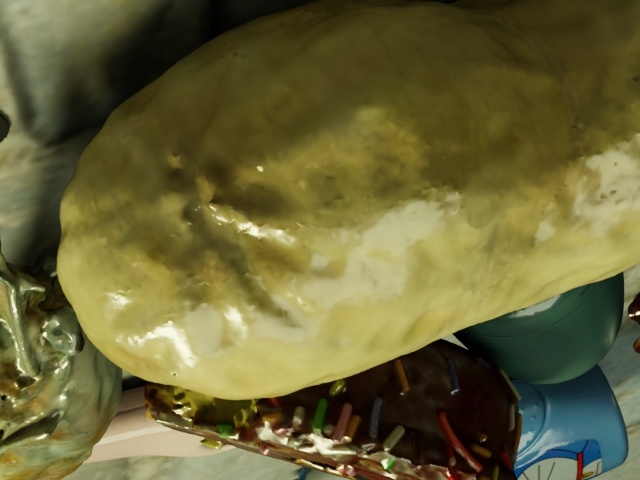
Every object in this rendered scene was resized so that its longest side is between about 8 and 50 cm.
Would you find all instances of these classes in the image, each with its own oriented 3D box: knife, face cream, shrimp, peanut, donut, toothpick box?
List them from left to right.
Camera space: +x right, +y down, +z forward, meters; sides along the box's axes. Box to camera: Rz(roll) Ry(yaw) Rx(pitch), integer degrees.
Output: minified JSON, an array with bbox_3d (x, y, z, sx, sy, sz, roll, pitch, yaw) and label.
[{"bbox_3d":[-0.212,0.098,0.941,0.247,0.085,0.360,-19,159,-29],"label":"shrimp"},{"bbox_3d":[-0.205,0.133,1.136,0.336,0.043,0.081,-7,155,-13],"label":"knife"},{"bbox_3d":[0.019,0.091,1.040,0.216,0.096,0.230,18,170,-19],"label":"donut"},{"bbox_3d":[0.059,-0.046,0.857,0.387,0.169,0.192,-20,151,-12],"label":"peanut"},{"bbox_3d":[0.097,0.172,1.350,0.264,0.083,0.149,-20,149,-2],"label":"face cream"},{"bbox_3d":[0.123,0.018,1.062,0.120,0.120,0.184,-26,155,7],"label":"toothpick box"}]

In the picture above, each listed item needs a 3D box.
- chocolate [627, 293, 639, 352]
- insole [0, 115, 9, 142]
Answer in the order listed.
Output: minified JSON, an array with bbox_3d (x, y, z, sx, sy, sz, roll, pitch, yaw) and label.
[{"bbox_3d":[0.315,0.069,1.306,0.177,0.206,0.224,33,122,-4],"label":"chocolate"},{"bbox_3d":[-0.222,-0.030,0.856,0.153,0.002,0.053,-23,152,3],"label":"insole"}]
